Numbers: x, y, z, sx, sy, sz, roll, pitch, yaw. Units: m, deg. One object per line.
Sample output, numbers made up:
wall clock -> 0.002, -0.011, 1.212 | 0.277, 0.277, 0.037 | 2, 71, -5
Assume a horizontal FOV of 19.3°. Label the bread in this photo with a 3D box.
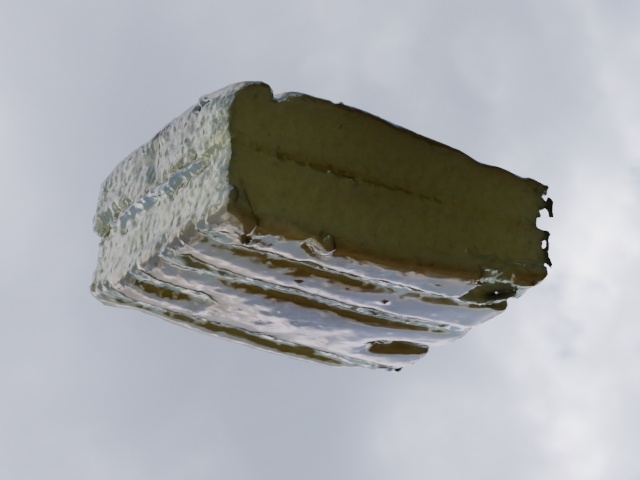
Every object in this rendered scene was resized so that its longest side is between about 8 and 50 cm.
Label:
bread -> 0.000, 0.000, 1.252 | 0.246, 0.239, 0.111 | 17, -112, -23
